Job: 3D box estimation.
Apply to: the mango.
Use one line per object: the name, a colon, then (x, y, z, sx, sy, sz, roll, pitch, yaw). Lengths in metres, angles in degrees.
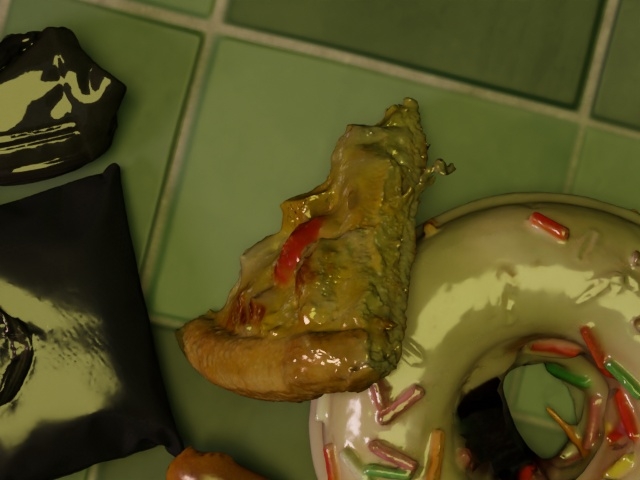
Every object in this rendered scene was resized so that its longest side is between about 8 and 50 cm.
mango: (-0.069, 0.216, 1.404, 0.127, 0.077, 0.063, 25, 66, -10)

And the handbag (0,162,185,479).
handbag: (-0.241, 0.080, 1.412, 0.211, 0.089, 0.254, -13, 85, -7)

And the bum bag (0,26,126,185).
bum bag: (-0.321, -0.104, 1.424, 0.326, 0.080, 0.142, -10, 87, 4)

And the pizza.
pizza: (0.000, 0.000, 1.371, 0.075, 0.280, 0.287, 37, 62, -27)

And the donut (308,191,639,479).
donut: (0.170, 0.145, 1.361, 0.383, 0.142, 0.382, 0, 88, 4)
